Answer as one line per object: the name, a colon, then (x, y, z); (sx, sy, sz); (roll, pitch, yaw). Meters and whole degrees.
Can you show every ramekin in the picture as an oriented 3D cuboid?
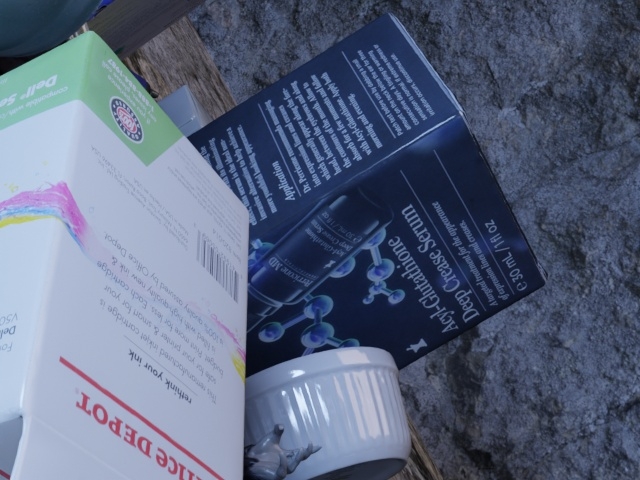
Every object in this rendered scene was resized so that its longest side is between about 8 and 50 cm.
ramekin: (-0.007, 0.200, 0.986); (0.207, 0.207, 0.109); (47, 22, -63)

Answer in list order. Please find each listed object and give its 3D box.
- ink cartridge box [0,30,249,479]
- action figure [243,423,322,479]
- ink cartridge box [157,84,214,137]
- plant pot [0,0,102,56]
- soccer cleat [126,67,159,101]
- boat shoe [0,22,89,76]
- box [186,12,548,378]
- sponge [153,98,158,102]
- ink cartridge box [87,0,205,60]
ink cartridge box: (-0.143, 0.074, 0.589); (0.207, 0.119, 0.354); (52, 27, -43)
action figure: (-0.051, 0.225, 0.760); (0.276, 0.140, 0.164); (54, 18, -48)
ink cartridge box: (-0.186, -0.103, 1.389); (0.176, 0.128, 0.127); (54, 7, -41)
plant pot: (-0.307, -0.272, 0.689); (0.293, 0.293, 0.196); (59, 32, 5)
soccer cleat: (-0.280, -0.156, 1.220); (0.121, 0.093, 0.289); (26, 19, -12)
boat shoe: (-0.288, -0.177, 0.992); (0.103, 0.118, 0.320); (-55, 119, -89)
box: (0.000, 0.000, 1.081); (0.293, 0.395, 0.212); (52, 9, -44)
sponge: (-0.242, -0.145, 1.628); (0.210, 0.031, 0.117); (61, 6, 20)
ink cartridge box: (-0.274, -0.360, 1.284); (0.151, 0.270, 0.395); (56, 6, -6)
